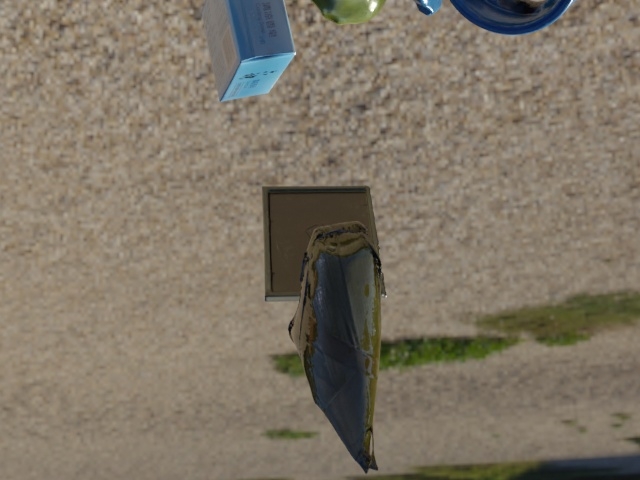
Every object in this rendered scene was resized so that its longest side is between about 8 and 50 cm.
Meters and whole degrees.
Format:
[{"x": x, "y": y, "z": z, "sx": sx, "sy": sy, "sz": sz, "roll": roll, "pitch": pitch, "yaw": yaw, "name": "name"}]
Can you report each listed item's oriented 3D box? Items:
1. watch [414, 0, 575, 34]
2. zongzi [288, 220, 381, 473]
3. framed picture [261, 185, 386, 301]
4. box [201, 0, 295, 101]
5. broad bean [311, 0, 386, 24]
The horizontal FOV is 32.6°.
[{"x": 0.277, "y": -0.431, "z": 1.701, "sx": 0.274, "sy": 0.241, "sz": 0.305, "roll": 35, "pitch": 134, "yaw": 9, "name": "watch"}, {"x": 0.046, "y": 0.147, "z": 1.586, "sx": 0.123, "sy": 0.289, "sz": 0.260, "roll": -4, "pitch": 135, "yaw": -17, "name": "zongzi"}, {"x": 0.000, "y": 0.000, "z": 1.998, "sx": 0.213, "sy": 0.289, "sz": 0.016, "roll": -1, "pitch": 134, "yaw": -4, "name": "framed picture"}, {"x": -0.106, "y": -0.293, "z": 1.532, "sx": 0.083, "sy": 0.142, "sz": 0.232, "roll": -12, "pitch": 177, "yaw": -12, "name": "box"}, {"x": 0.057, "y": -0.415, "z": 1.403, "sx": 0.119, "sy": 0.238, "sz": 0.291, "roll": 16, "pitch": 119, "yaw": -1, "name": "broad bean"}]
